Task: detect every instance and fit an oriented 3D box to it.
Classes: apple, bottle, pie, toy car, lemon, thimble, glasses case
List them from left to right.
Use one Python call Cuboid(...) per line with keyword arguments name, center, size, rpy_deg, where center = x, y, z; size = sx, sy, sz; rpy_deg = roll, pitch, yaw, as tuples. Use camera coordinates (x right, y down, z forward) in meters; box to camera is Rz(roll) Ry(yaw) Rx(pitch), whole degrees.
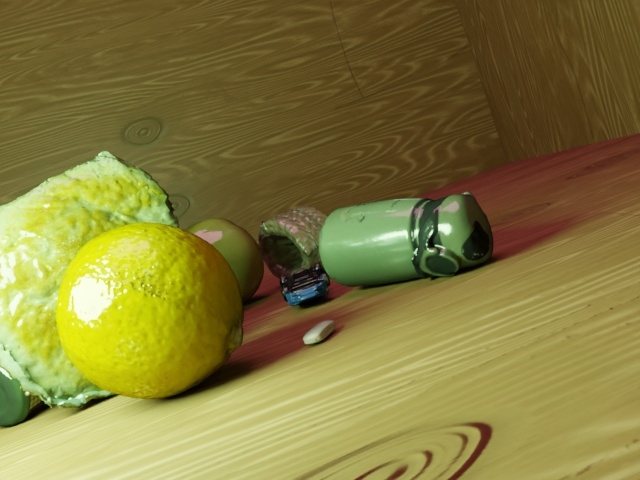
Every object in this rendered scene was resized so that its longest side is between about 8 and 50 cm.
Cuboid(name="bottle", center=(-0.547, 0.253, 1.366), size=(0.156, 0.143, 0.271), rpy_deg=(9, 17, 18))
Cuboid(name="pie", center=(-0.423, 0.072, 1.242), size=(0.395, 0.418, 0.180), rpy_deg=(-24, 12, -34))
Cuboid(name="lemon", center=(-0.258, 0.106, 1.058), size=(0.293, 0.293, 0.293), rpy_deg=(-19, 4, 1))
Cuboid(name="apple", center=(-0.279, 0.069, 1.816), size=(0.262, 0.262, 0.262), rpy_deg=(-19, 4, 1))
Cuboid(name="thimble", center=(-0.057, 0.017, 1.887), size=(0.148, 0.196, 0.229), rpy_deg=(-25, 36, -33))
Cuboid(name="toy car", center=(-0.031, 0.103, 1.486), size=(0.103, 0.063, 0.216), rpy_deg=(-20, 10, -3))
Cuboid(name="glasses case", center=(-0.001, 0.144, 1.088), size=(0.032, 0.021, 0.083), rpy_deg=(-15, 6, 22))
Cuboid(name="bottle", center=(0.165, -0.002, 1.318), size=(0.347, 0.169, 0.168), rpy_deg=(-8, 11, 45))
